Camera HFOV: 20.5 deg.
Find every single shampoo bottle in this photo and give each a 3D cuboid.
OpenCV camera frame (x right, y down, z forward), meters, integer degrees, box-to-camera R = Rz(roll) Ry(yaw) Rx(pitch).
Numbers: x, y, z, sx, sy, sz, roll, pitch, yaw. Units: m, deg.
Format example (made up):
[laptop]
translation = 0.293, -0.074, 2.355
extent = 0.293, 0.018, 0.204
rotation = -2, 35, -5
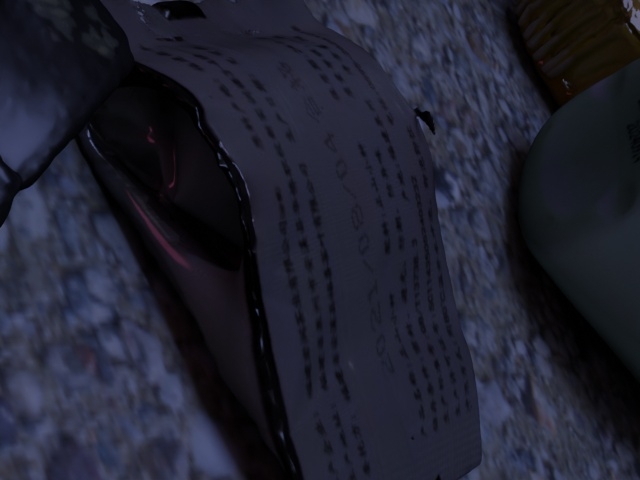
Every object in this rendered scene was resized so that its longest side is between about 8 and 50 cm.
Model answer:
[shampoo bottle]
translation = 0.273, 0.058, 1.072
extent = 0.349, 0.151, 0.222
rotation = 47, 24, -23

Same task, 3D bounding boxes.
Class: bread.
[bread]
translation = 0.216, -0.121, 1.199
extent = 0.190, 0.114, 0.132
rotation = 47, 38, -7

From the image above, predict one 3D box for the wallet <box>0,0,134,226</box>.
[wallet]
translation = -0.191, -0.140, 0.556
extent = 0.321, 0.044, 0.170
rotation = 51, 39, -19

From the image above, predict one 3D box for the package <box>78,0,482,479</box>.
[package]
translation = 0.000, 0.000, 0.761
extent = 0.204, 0.062, 0.251
rotation = -19, 85, -62
